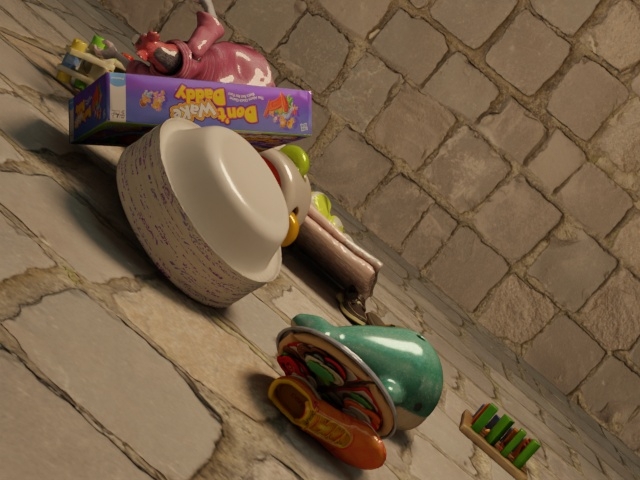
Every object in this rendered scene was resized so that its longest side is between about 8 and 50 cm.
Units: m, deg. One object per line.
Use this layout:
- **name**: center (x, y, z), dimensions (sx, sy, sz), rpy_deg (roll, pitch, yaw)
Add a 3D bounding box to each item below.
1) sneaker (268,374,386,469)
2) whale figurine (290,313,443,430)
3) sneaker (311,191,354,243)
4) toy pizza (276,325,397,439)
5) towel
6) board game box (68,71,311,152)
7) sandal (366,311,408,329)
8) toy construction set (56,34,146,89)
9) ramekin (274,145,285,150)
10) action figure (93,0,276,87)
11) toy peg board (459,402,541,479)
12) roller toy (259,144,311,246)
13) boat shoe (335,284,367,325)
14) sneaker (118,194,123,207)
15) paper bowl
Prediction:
- **sneaker**: center (0.004, 0.235, 1.248), dimensions (0.175, 0.064, 0.067), rpy_deg (31, 10, 17)
- **whale figurine**: center (0.082, 0.184, 1.566), dimensions (0.272, 0.141, 0.216), rpy_deg (35, 9, -26)
- **sneaker**: center (0.002, 0.000, 2.416), dimensions (0.091, 0.126, 0.240), rpy_deg (-27, 98, -46)
- **toy pizza**: center (0.014, 0.195, 1.302), dimensions (0.201, 0.032, 0.201), rpy_deg (32, -31, 22)
- **towel**: center (0.000, 0.000, 2.195), dimensions (0.317, 0.053, 0.332), rpy_deg (41, -11, 8)
- **board game box**: center (-0.220, -0.206, 1.653), dimensions (0.347, 0.078, 0.233), rpy_deg (1, -4, -27)
- **sandal**: center (0.179, 0.222, 2.092), dimensions (0.219, 0.060, 0.090), rpy_deg (45, 9, 32)
- **toy construction set**: center (-0.398, -0.321, 2.113), dimensions (0.327, 0.151, 0.215), rpy_deg (38, 6, -16)
- **ramekin**: center (-0.201, -0.250, 2.291), dimensions (0.277, 0.135, 0.277), rpy_deg (48, -17, 20)
- **action figure**: center (-0.263, -0.329, 1.962), dimensions (0.276, 0.248, 0.370), rpy_deg (62, 19, 8)
- **toy peg board**: center (0.367, 0.387, 1.983), dimensions (0.161, 0.079, 0.160), rpy_deg (41, 8, 7)
- **roller toy**: center (-0.125, -0.092, 1.974), dimensions (0.191, 0.210, 0.146), rpy_deg (1, -4, 17)
- **boat shoe**: center (0.071, 0.134, 2.117), dimensions (0.056, 0.049, 0.152), rpy_deg (34, 8, -25)
- **sneaker**: center (-0.269, -0.075, 1.637), dimensions (0.106, 0.101, 0.267), rpy_deg (51, 11, -18)
- **paper bowl**: center (-0.156, -0.055, 1.467), dimensions (0.284, 0.148, 0.284), rpy_deg (49, 22, -28)
